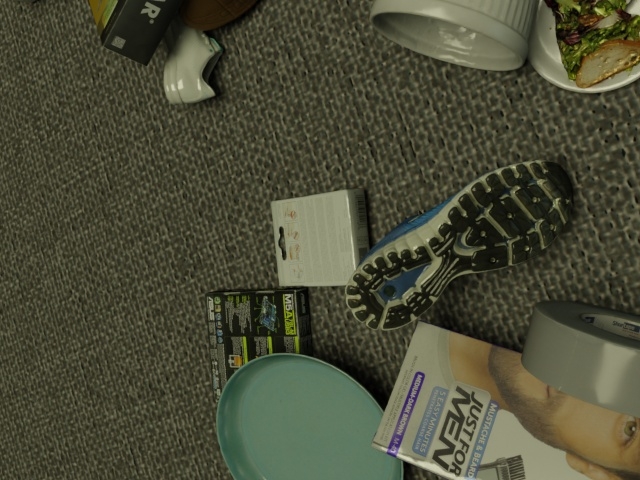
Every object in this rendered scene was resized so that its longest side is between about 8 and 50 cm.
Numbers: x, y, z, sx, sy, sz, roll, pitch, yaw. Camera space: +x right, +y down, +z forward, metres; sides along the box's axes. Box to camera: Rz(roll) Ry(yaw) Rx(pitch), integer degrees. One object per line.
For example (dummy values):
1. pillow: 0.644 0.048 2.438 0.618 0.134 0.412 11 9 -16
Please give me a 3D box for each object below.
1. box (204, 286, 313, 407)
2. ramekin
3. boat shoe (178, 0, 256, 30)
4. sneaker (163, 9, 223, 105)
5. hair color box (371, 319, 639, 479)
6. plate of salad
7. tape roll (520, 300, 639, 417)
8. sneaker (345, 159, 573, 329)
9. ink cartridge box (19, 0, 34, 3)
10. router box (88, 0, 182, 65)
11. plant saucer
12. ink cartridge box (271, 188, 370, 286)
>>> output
1. box: -0.100 0.174 1.241 0.184 0.045 0.190 -5 91 27
2. ramekin: 0.175 -0.302 0.963 0.207 0.207 0.109 19 94 28
3. boat shoe: -0.122 -0.455 1.190 0.285 0.104 0.089 -43 49 17
4. sneaker: -0.210 -0.331 1.266 0.094 0.080 0.212 -4 84 7
5. hair color box: 0.257 0.244 0.967 0.339 0.110 0.185 16 75 27
6. plate of salad: 0.345 -0.287 0.951 0.200 0.048 0.200 2 94 31
7. tape roll: 0.349 0.135 0.876 0.219 0.219 0.072 17 100 28
8. sneaker: 0.176 -0.012 1.016 0.330 0.147 0.130 -29 105 8
9. ink cartridge box: -0.505 -0.582 1.385 0.278 0.117 0.201 -11 87 30
10. router box: -0.262 -0.469 1.211 0.309 0.081 0.243 -55 38 20
11. plant saucer: -0.016 0.313 1.170 0.317 0.044 0.317 8 109 24
12. ink cartridge box: 0.000 0.000 1.185 0.179 0.045 0.145 -5 91 49
